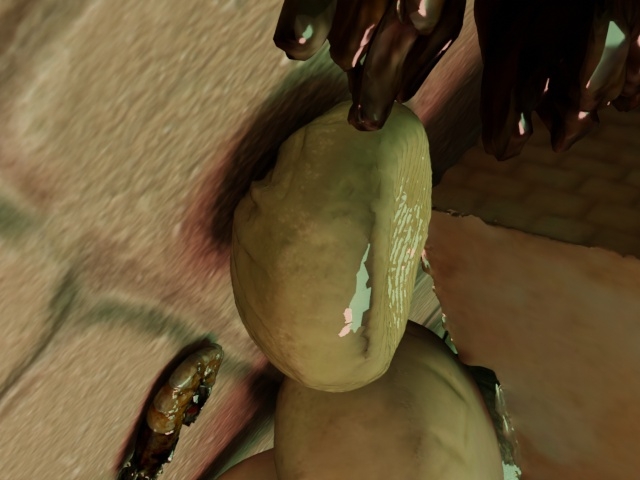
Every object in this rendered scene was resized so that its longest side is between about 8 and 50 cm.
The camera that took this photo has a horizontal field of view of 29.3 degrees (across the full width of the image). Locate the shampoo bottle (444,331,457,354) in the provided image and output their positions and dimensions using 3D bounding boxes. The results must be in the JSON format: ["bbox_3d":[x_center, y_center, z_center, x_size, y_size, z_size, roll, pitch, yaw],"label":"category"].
[{"bbox_3d":[0.213,0.153,1.906,0.049,0.034,0.141,-50,166,-30],"label":"shampoo bottle"}]

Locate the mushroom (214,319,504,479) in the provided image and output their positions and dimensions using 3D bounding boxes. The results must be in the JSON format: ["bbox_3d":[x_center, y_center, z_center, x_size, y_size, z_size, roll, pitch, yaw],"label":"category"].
[{"bbox_3d":[0.048,0.246,1.199,0.356,0.315,0.315,-42,162,-30],"label":"mushroom"}]

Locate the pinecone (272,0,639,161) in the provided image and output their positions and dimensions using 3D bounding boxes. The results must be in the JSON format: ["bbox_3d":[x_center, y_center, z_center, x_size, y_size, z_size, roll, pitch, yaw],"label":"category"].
[{"bbox_3d":[0.070,-0.172,0.404,0.296,0.242,0.298,-37,163,-14],"label":"pinecone"}]

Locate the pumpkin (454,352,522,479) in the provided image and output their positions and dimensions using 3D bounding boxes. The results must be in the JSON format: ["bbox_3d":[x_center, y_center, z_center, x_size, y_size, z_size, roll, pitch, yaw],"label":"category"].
[{"bbox_3d":[0.162,0.316,1.724,0.327,0.257,0.291,-62,174,14],"label":"pumpkin"}]

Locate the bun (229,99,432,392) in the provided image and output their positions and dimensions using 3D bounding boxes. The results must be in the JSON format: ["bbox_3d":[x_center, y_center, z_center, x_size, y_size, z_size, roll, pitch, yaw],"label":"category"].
[{"bbox_3d":[0.000,0.000,0.832,0.222,0.128,0.222,8,90,-75],"label":"bun"}]

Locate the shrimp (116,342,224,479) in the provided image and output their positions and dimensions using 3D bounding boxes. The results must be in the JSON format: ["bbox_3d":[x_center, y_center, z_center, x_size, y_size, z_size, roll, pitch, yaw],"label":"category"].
[{"bbox_3d":[-0.115,0.146,0.983,0.091,0.034,0.161,-27,151,-57],"label":"shrimp"}]

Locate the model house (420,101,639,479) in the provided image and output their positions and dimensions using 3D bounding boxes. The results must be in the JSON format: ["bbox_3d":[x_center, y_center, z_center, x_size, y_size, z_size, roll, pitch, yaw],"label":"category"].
[{"bbox_3d":[0.381,0.034,1.152,0.400,0.395,0.445,-50,137,-31],"label":"model house"}]
